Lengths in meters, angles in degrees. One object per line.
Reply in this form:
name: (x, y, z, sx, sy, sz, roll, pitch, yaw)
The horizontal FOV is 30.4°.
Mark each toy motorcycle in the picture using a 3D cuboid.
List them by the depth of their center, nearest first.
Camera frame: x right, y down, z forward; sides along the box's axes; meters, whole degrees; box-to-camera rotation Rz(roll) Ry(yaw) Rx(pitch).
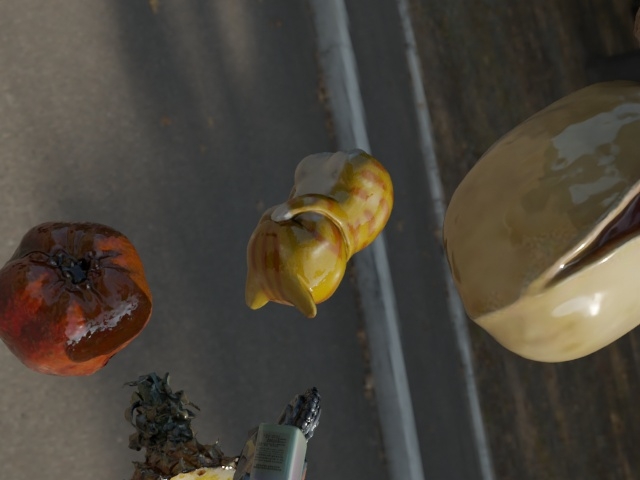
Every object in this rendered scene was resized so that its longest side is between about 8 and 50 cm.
toy motorcycle: (-0.075, 0.342, 1.573, 0.108, 0.173, 0.307, 29, 58, -10)

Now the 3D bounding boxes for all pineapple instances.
pineapple: (-0.290, 0.379, 2.196, 0.262, 0.262, 0.272, 52, 10, -54)

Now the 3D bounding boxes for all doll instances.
doll: (-0.003, -0.020, 1.718, 0.269, 0.166, 0.162, -44, 113, -33)

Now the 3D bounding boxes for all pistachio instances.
pistachio: (0.248, -0.018, 1.108, 0.230, 0.309, 0.230, 49, -17, 21)

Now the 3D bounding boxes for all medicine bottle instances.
medicine bottle: (-0.053, 0.284, 1.408, 0.074, 0.055, 0.118, 76, 21, -65)

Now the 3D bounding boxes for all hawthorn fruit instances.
hawthorn fruit: (-0.332, 0.093, 1.548, 0.243, 0.207, 0.207, 112, -19, -56)

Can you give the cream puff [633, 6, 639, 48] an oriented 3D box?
cream puff: (0.456, -0.196, 1.224, 0.269, 0.241, 0.155, 46, -31, 26)
